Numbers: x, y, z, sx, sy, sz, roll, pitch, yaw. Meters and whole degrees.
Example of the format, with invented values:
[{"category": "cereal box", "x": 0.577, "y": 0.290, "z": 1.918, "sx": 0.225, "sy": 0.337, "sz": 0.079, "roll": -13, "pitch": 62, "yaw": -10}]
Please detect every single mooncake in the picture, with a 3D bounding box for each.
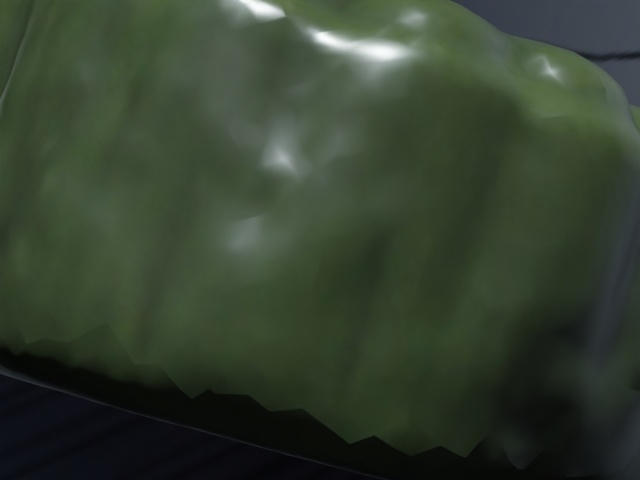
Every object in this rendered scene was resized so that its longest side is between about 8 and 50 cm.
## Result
[{"category": "mooncake", "x": 0.000, "y": 0.000, "z": 0.692, "sx": 0.356, "sy": 0.356, "sz": 0.194, "roll": 7, "pitch": 81, "yaw": 54}]
